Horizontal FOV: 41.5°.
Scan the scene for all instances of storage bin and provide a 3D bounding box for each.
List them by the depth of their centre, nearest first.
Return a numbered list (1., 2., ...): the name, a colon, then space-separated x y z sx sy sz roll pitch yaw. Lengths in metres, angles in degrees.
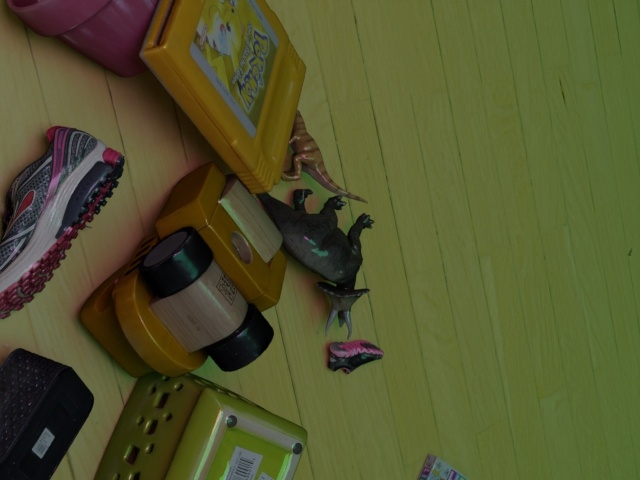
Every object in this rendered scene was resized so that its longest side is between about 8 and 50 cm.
1. storage bin: -0.391 0.248 1.106 0.122 0.084 0.180 79 32 -54

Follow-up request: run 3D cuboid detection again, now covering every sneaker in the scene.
1. sneaker: -0.391 -0.019 1.149 0.112 0.121 0.299 32 70 -1
2. sneaker: 0.061 0.212 1.518 0.119 0.047 0.057 4 108 -35

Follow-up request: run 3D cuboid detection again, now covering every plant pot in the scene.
1. plant pot: -0.296 -0.332 1.171 0.180 0.201 0.201 46 64 -45
2. plant pot: -0.165 0.327 1.244 0.227 0.207 0.228 32 73 -33

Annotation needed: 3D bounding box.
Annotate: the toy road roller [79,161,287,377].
1. toy road roller: -0.205 0.060 1.252 0.202 0.240 0.329 55 24 -23

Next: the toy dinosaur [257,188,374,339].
1. toy dinosaur: 0.000 0.000 1.408 0.313 0.121 0.160 51 35 -25

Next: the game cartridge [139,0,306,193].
1. game cartridge: -0.125 -0.266 1.256 0.324 0.052 0.285 51 40 -46

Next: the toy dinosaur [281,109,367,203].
1. toy dinosaur: -0.019 -0.130 1.404 0.112 0.064 0.211 -30 84 -8

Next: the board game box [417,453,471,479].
1. board game box: 0.247 0.501 1.658 0.154 0.026 0.103 39 68 -30
